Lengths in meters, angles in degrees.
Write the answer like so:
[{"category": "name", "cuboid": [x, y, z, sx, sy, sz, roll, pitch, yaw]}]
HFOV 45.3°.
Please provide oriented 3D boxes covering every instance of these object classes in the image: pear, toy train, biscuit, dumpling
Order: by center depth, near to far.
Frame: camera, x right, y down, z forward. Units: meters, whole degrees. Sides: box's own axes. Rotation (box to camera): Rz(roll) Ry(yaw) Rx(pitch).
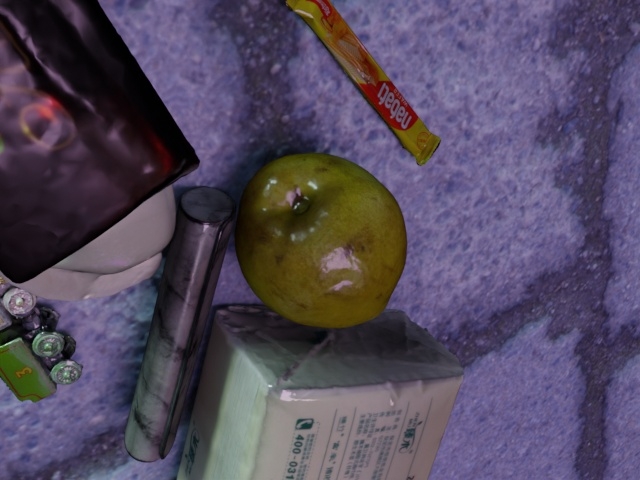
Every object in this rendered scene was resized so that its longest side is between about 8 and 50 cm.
[{"category": "dumpling", "cuboid": [-0.227, -0.024, 0.721, 0.179, 0.131, 0.252, -32, 152, -25]}, {"category": "toy train", "cuboid": [-0.313, 0.080, 0.775, 0.081, 0.060, 0.202, -26, 125, -10]}, {"category": "pear", "cuboid": [0.000, 0.000, 0.841, 0.200, 0.200, 0.200, -15, 123, -24]}, {"category": "biscuit", "cuboid": [0.056, -0.186, 0.876, 0.292, 0.026, 0.048, 43, 71, -40]}]

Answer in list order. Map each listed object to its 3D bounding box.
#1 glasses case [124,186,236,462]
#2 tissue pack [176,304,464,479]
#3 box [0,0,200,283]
[{"category": "glasses case", "cuboid": [-0.158, 0.093, 0.852, 0.060, 0.114, 0.299, 14, 111, -9]}, {"category": "tissue pack", "cuboid": [-0.014, 0.282, 0.979, 0.297, 0.207, 0.380, 4, 113, -31]}, {"category": "box", "cuboid": [-0.240, -0.180, 0.437, 0.115, 0.415, 0.264, -36, 129, -10]}]
